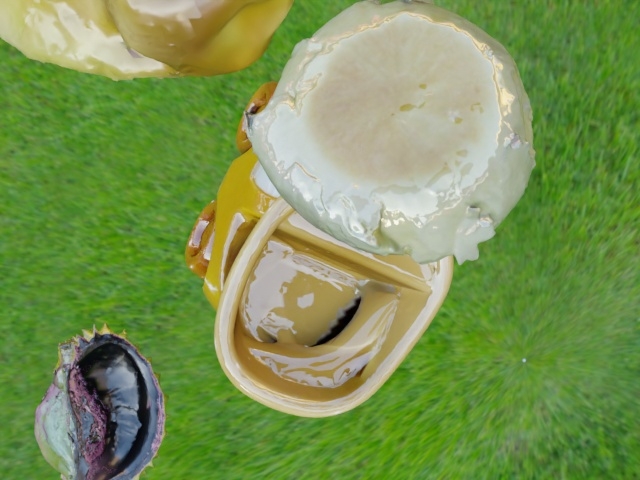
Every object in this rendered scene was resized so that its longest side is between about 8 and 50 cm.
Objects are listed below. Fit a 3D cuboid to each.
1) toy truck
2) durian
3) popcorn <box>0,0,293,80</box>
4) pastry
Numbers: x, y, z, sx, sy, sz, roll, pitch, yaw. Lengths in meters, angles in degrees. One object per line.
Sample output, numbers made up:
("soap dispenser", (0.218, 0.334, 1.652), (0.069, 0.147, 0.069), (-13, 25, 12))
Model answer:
("toy truck", (0.000, 0.000, 1.241), (0.204, 0.211, 0.288), (24, 101, -22))
("durian", (-0.222, 0.169, 1.296), (0.119, 0.108, 0.186), (-5, 95, -33))
("popcorn", (-0.022, -0.163, 0.335), (0.191, 0.190, 0.253), (15, 99, 3))
("pastry", (0.046, -0.063, 0.750), (0.166, 0.088, 0.166), (-4, 67, 10))
